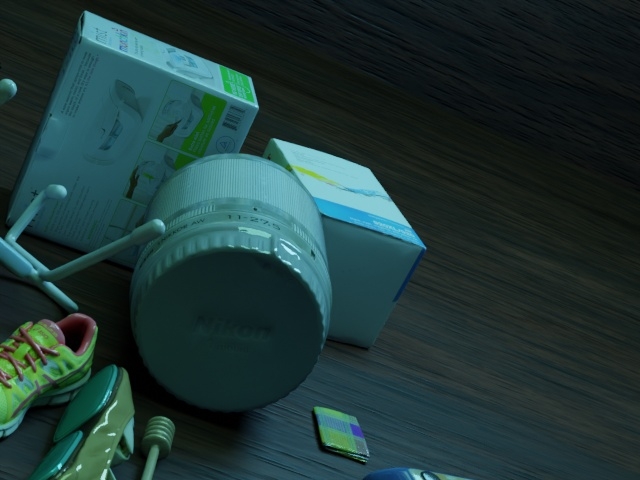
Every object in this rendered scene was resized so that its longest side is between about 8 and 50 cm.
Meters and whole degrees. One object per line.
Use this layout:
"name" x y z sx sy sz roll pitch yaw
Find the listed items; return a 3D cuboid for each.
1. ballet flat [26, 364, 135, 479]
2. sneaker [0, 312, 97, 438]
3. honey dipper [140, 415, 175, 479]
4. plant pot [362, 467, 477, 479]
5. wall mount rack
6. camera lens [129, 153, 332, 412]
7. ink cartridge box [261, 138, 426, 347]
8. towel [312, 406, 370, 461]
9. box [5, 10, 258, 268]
"ballet flat" -0.211 0.195 1.145 0.073 0.080 0.232 52 19 -13
"sneaker" -0.284 0.117 1.183 0.081 0.094 0.208 34 23 14
"honey dipper" -0.161 0.221 1.179 0.030 0.030 0.160 23 23 -10
"plant pot" 0.114 0.323 1.007 0.236 0.212 0.236 16 24 -27
"wall mount rack" -0.326 -0.060 1.280 0.350 0.130 0.304 45 -12 -31
"camera lens" -0.100 0.040 1.415 0.219 0.219 0.274 22 21 -12
"ink cartridge box" 0.000 0.000 1.701 0.168 0.171 0.232 16 23 -27
"towel" 0.022 0.220 1.431 0.060 0.009 0.083 19 21 -18
"box" -0.235 -0.111 1.554 0.231 0.262 0.127 20 21 -16
